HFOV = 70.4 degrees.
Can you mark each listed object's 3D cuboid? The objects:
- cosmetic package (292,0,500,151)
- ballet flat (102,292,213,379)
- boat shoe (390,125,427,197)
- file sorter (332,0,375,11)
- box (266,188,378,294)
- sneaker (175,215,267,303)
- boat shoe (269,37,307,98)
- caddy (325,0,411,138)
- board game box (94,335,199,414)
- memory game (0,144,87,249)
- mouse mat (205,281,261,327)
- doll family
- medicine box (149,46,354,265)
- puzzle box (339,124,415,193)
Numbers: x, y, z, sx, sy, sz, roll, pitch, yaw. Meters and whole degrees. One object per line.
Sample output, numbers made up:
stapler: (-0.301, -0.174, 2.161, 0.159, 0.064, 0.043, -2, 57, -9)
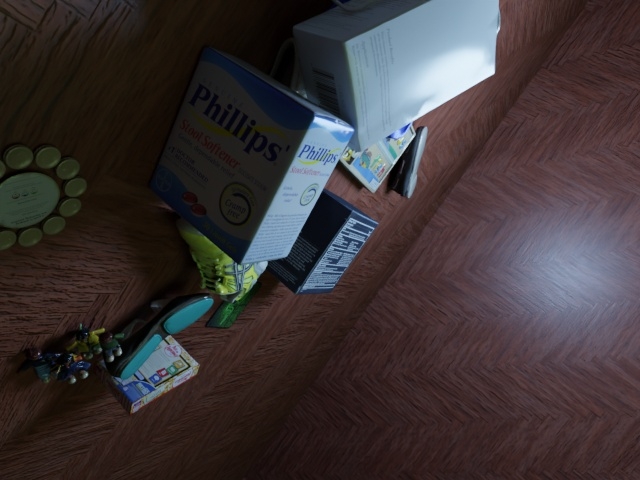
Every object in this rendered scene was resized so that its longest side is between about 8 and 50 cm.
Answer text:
cosmetic package: (0.160, -0.362, 0.870, 0.385, 0.156, 0.217, -33, 135, -21)
ballet flat: (-0.389, 0.198, 1.071, 0.280, 0.096, 0.095, -41, 157, -28)
boat shoe: (0.336, -0.304, 1.773, 0.112, 0.096, 0.335, -56, 160, -37)
file sorter: (0.054, -0.534, 0.690, 0.193, 0.173, 0.277, -35, 156, -4)
box: (0.000, 0.000, 1.427, 0.294, 0.183, 0.296, -55, 160, 8)
sneaker: (-0.228, 0.051, 1.070, 0.147, 0.145, 0.384, -66, 160, -16)
boat shoe: (-0.096, -0.265, 0.949, 0.098, 0.109, 0.302, 4, 115, -58)
caddy: (0.097, -0.380, 1.050, 0.241, 0.179, 0.341, -19, 129, -30)
board game box: (-0.422, 0.316, 1.117, 0.194, 0.147, 0.045, -22, 143, -51)
memory game: (-0.444, -0.063, 0.681, 0.186, 0.012, 0.186, -43, 157, -24)
mouse mat: (-0.270, 0.201, 1.435, 0.189, 0.007, 0.153, -54, 158, 1)
doll family: (-0.505, 0.231, 0.926, 0.193, 0.076, 0.111, -36, 157, -30)
medicine box: (-0.132, -0.149, 0.829, 0.149, 0.264, 0.289, -9, 132, -60)
puzzle box: (0.184, -0.323, 1.479, 0.272, 0.052, 0.409, -55, 158, 5)
